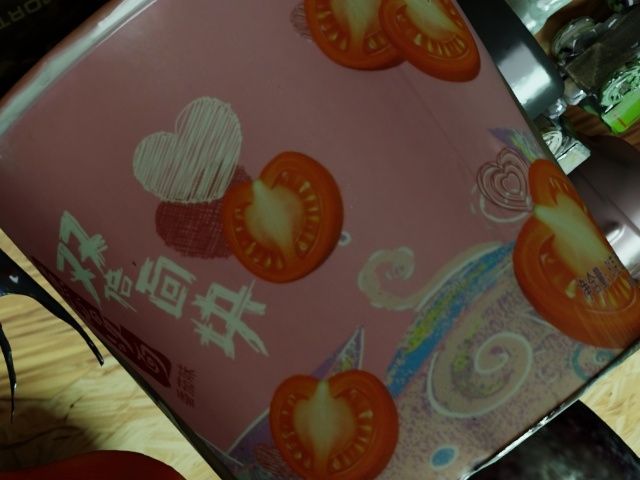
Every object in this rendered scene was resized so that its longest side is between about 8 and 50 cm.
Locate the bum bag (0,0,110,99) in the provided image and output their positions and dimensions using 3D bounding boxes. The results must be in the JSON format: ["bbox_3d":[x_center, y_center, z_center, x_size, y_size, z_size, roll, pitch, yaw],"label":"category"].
[{"bbox_3d":[-0.095,-0.118,0.772,0.248,0.069,0.102,-36,-178,-1],"label":"bum bag"}]

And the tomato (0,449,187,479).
[{"bbox_3d":[-0.159,0.284,1.038,0.293,0.290,0.325,-21,148,-11],"label":"tomato"}]

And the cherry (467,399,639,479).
[{"bbox_3d":[0.126,0.222,1.279,0.218,0.296,0.255,-40,162,-55],"label":"cherry"}]

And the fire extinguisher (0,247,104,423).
[{"bbox_3d":[-0.273,0.075,0.800,0.337,0.135,0.114,-27,-177,-15],"label":"fire extinguisher"}]

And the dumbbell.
[{"bbox_3d":[0.142,-0.152,0.927,0.191,0.100,0.100,-39,149,6],"label":"dumbbell"}]

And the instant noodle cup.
[{"bbox_3d":[0.000,0.000,0.793,0.243,0.231,0.243,-36,175,-3],"label":"instant noodle cup"}]

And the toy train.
[{"bbox_3d":[0.145,-0.079,1.065,0.202,0.060,0.081,-41,154,12],"label":"toy train"}]

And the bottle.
[{"bbox_3d":[0.120,0.032,1.141,0.233,0.110,0.110,-42,148,11],"label":"bottle"}]
